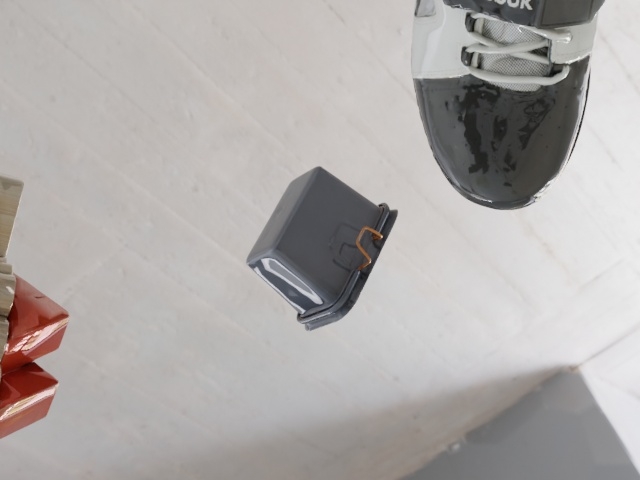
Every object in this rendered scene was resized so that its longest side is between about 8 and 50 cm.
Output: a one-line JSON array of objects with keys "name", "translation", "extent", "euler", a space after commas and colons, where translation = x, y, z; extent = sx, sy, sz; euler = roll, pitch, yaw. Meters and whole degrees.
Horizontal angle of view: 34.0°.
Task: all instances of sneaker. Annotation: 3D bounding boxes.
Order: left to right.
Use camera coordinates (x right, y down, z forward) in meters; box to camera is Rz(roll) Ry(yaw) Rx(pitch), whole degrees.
[{"name": "sneaker", "translation": [0.115, -0.175, 0.624], "extent": [0.123, 0.146, 0.330], "euler": [4, 102, 8]}]

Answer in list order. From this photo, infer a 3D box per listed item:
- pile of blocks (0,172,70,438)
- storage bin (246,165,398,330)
[{"name": "pile of blocks", "translation": [-0.158, 0.067, 0.422], "extent": [0.113, 0.362, 0.149], "euler": [13, 148, -24]}, {"name": "storage bin", "translation": [0.000, 0.000, 0.969], "extent": [0.091, 0.135, 0.098], "euler": [38, 148, -18]}]
